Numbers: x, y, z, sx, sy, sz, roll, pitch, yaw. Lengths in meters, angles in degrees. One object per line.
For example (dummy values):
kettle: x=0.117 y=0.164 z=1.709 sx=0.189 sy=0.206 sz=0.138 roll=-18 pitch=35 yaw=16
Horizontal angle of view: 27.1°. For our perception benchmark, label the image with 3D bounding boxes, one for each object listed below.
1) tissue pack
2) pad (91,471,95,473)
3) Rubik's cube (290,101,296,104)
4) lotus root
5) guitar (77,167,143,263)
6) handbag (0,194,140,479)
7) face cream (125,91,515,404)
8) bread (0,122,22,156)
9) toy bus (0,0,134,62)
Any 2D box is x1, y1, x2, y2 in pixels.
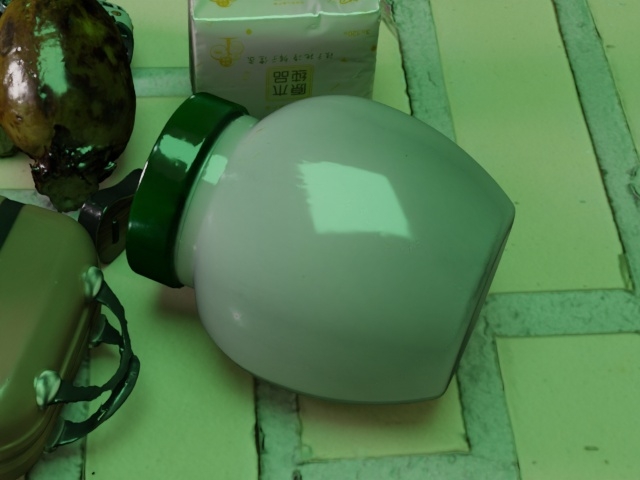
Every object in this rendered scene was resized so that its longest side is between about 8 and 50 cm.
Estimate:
tissue pack: x=-0.048 y=-0.238 z=1.622 sx=0.225 sy=0.185 sz=0.124 roll=-5 pitch=51 yaw=-8
pad: x=-0.310 y=0.325 z=1.203 sx=0.323 sy=0.055 sz=0.250 roll=-30 pitch=58 yaw=-27
Rubik's cube: x=-0.016 y=-0.098 z=1.552 sx=0.112 sy=0.133 sz=0.133 roll=39 pitch=54 yaw=-4
lotus root: x=-0.299 y=-0.194 z=1.546 sx=0.169 sy=0.141 sz=0.314 roll=12 pitch=62 yaw=-53
guitar: x=-0.179 y=-0.070 z=1.547 sx=0.038 sy=0.084 sz=0.271 roll=31 pitch=48 yaw=22
handbag: x=-0.321 y=0.102 z=1.337 sx=0.283 sy=0.149 sz=0.302 roll=13 pitch=48 yaw=5
face cream: x=0.000 y=0.000 z=1.377 sx=0.357 sy=0.219 sz=0.312 roll=22 pitch=80 yaw=10
bread: x=-0.424 y=-0.161 z=1.601 sx=0.140 sy=0.069 sz=0.128 roll=-4 pitch=49 yaw=-10
toy bus: x=-0.331 y=-0.271 z=1.685 sx=0.194 sy=0.087 sz=0.089 roll=9 pitch=36 yaw=-7
